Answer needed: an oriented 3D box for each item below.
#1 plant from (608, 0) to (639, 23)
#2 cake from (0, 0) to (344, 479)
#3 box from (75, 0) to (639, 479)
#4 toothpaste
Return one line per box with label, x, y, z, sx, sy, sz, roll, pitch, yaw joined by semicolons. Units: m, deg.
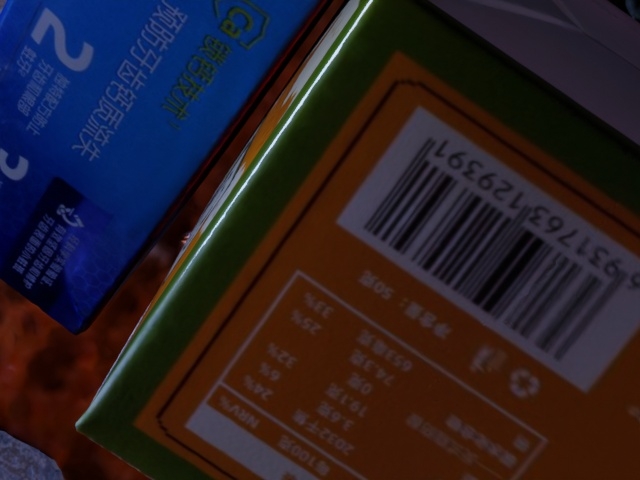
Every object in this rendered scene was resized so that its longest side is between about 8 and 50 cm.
plant;0.207;-0.157;0.942;0.143;0.094;0.092;-46;15;-23
cake;0.000;0.000;0.805;0.270;0.269;0.319;-56;6;3
box;0.063;0.023;0.459;0.148;0.195;0.177;-55;6;19
toothpaste;-0.026;-0.088;0.451;0.320;0.076;0.066;-48;5;46
